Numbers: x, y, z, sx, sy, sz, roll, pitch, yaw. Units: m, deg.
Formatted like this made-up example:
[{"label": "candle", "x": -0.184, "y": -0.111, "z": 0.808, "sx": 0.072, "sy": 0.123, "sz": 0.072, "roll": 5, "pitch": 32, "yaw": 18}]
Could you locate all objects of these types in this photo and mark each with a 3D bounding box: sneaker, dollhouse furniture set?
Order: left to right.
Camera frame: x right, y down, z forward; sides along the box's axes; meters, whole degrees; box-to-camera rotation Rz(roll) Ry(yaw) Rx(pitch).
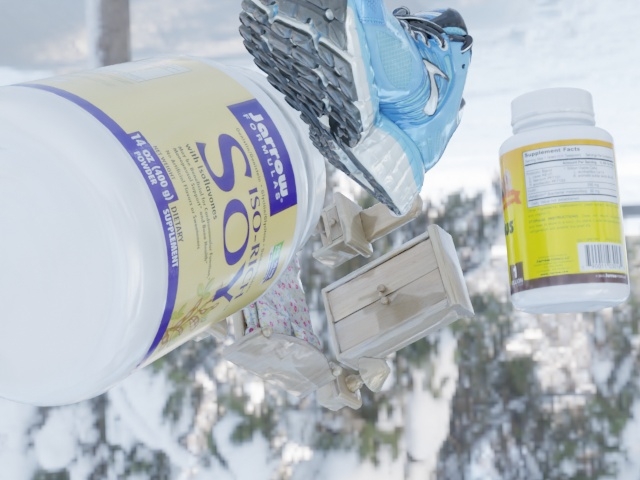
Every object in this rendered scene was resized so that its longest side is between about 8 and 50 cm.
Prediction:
[{"label": "dollhouse furniture set", "x": 0.000, "y": 0.000, "z": 1.315, "sx": 0.173, "sy": 0.303, "sz": 0.355, "roll": -30, "pitch": 142, "yaw": 23}, {"label": "sneaker", "x": 0.022, "y": -0.074, "z": 0.461, "sx": 0.063, "sy": 0.073, "sz": 0.162, "roll": 39, "pitch": 174, "yaw": 22}]

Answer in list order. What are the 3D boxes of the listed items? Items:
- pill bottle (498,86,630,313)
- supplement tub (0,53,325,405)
[{"label": "pill bottle", "x": 0.240, "y": -0.039, "z": 1.177, "sx": 0.117, "sy": 0.215, "sz": 0.117, "roll": -3, "pitch": 169, "yaw": -1}, {"label": "supplement tub", "x": -0.156, "y": -0.026, "z": 0.974, "sx": 0.241, "sy": 0.241, "sz": 0.331, "roll": -2, "pitch": -167, "yaw": 27}]
